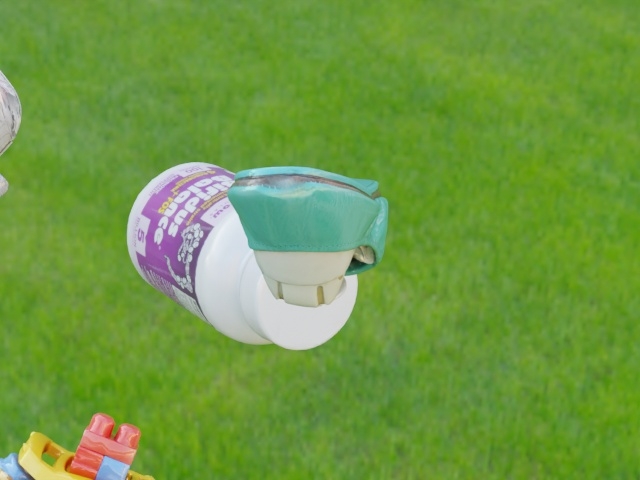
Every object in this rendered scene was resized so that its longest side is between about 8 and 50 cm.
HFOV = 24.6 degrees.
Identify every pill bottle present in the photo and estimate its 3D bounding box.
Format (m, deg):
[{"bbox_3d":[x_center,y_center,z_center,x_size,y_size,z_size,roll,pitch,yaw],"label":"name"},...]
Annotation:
[{"bbox_3d":[-0.088,0.020,1.659,0.169,0.169,0.301,-15,21,-27],"label":"pill bottle"}]

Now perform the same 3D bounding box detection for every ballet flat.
[{"bbox_3d":[0.000,0.000,0.936,0.083,0.087,0.247,2,1,12],"label":"ballet flat"}]

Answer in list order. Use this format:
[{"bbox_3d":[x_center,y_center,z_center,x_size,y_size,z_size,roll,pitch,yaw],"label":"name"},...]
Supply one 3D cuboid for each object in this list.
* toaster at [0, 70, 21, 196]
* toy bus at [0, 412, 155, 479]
[{"bbox_3d":[-0.289,-0.111,0.940,0.129,0.227,0.146,-45,19,-8],"label":"toaster"},{"bbox_3d":[-0.282,0.277,1.575,0.220,0.211,0.149,19,6,-3],"label":"toy bus"}]
